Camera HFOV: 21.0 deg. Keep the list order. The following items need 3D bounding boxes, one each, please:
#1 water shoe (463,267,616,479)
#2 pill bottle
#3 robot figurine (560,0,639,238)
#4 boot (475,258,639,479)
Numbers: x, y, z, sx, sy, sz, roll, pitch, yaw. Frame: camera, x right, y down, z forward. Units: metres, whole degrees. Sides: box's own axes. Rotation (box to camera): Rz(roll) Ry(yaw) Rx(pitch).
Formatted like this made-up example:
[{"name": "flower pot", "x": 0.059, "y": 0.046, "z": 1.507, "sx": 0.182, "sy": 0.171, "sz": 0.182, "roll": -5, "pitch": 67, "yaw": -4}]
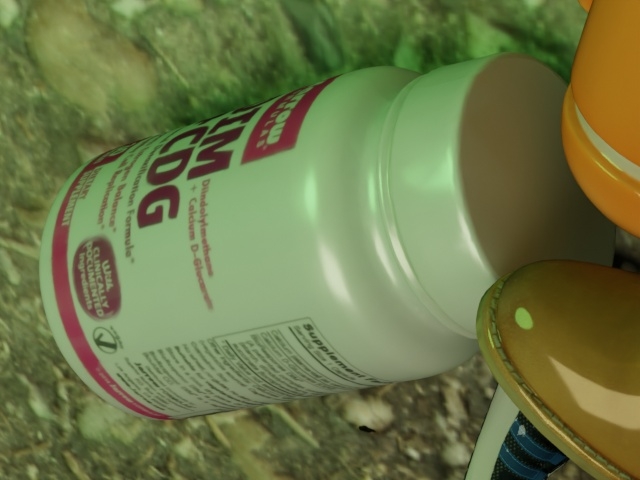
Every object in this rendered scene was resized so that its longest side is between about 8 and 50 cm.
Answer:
[{"name": "water shoe", "x": 0.135, "y": 0.101, "z": 0.955, "sx": 0.080, "sy": 0.073, "sz": 0.203, "roll": 24, "pitch": 134, "yaw": 14}, {"name": "pill bottle", "x": 0.000, "y": 0.000, "z": 0.907, "sx": 0.283, "sy": 0.160, "sz": 0.160, "roll": -14, "pitch": 114, "yaw": 40}, {"name": "robot figurine", "x": 0.176, "y": -0.085, "z": 0.748, "sx": 0.158, "sy": 0.128, "sz": 0.219, "roll": 21, "pitch": 132, "yaw": 9}, {"name": "boot", "x": 0.212, "y": 0.037, "z": 0.677, "sx": 0.283, "sy": 0.109, "sz": 0.220, "roll": 31, "pitch": 143, "yaw": 12}]
